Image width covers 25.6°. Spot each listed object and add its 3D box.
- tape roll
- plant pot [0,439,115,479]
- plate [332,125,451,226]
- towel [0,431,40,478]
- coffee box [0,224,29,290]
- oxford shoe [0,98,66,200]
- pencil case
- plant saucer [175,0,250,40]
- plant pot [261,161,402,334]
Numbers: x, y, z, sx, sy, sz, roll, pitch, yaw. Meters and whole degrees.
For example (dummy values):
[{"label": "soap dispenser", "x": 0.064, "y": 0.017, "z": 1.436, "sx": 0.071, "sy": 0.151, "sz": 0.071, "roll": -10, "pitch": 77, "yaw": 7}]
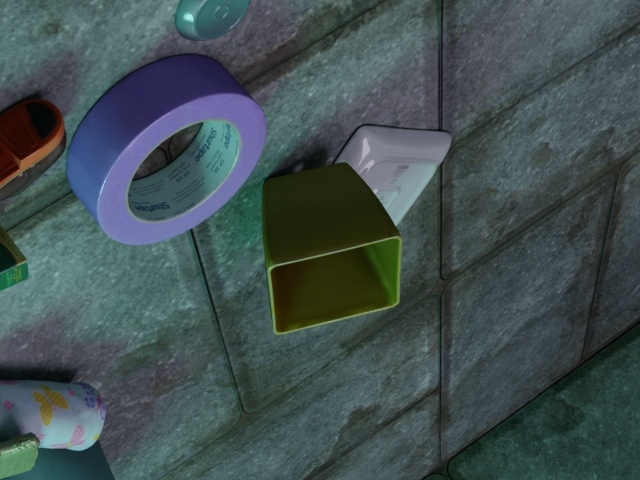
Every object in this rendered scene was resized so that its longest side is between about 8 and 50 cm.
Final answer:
[{"label": "tape roll", "x": -0.211, "y": -0.123, "z": 1.951, "sx": 0.275, "sy": 0.090, "sz": 0.275, "roll": -32, "pitch": 152, "yaw": -19}, {"label": "plant pot", "x": -0.495, "y": 0.476, "z": 2.331, "sx": 0.252, "sy": 0.247, "sz": 0.248, "roll": 5, "pitch": 130, "yaw": -37}, {"label": "plate", "x": 0.090, "y": -0.077, "z": 2.455, "sx": 0.277, "sy": 0.045, "sz": 0.278, "roll": 0, "pitch": 132, "yaw": -51}, {"label": "towel", "x": -0.475, "y": 0.327, "z": 2.100, "sx": 0.110, "sy": 0.027, "sz": 0.148, "roll": -14, "pitch": 160, "yaw": -20}, {"label": "coffee box", "x": -0.482, "y": 0.037, "z": 1.817, "sx": 0.184, "sy": 0.113, "sz": 0.040, "roll": -25, "pitch": 145, "yaw": -26}, {"label": "oxford shoe", "x": -0.428, "y": -0.064, "z": 1.757, "sx": 0.271, "sy": 0.097, "sz": 0.098, "roll": -34, "pitch": 158, "yaw": -14}, {"label": "pencil case", "x": -0.461, "y": 0.276, "z": 2.195, "sx": 0.124, "sy": 0.113, "sz": 0.273, "roll": -32, "pitch": 158, "yaw": 28}, {"label": "plant saucer", "x": -0.135, "y": -0.305, "z": 1.851, "sx": 0.119, "sy": 0.021, "sz": 0.119, "roll": -31, "pitch": 152, "yaw": -19}, {"label": "plant pot", "x": 0.000, "y": 0.000, "z": 2.259, "sx": 0.212, "sy": 0.187, "sz": 0.212, "roll": -14, "pitch": 147, "yaw": -7}]
